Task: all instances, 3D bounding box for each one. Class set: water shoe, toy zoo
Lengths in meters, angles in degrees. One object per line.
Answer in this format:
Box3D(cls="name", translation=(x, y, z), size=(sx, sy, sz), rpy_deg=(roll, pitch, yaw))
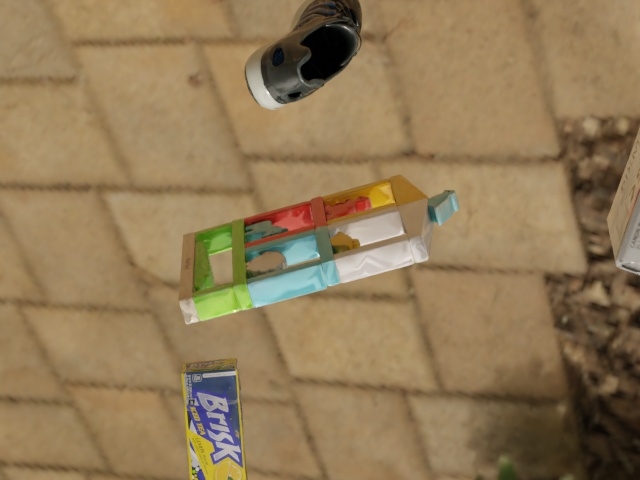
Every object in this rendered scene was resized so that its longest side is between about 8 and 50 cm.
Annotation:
Box3D(cls="water shoe", translation=(0.009, -0.177, 1.403), size=(0.080, 0.203, 0.073), rpy_deg=(-10, 116, 34))
Box3D(cls="toy zoo", translation=(0.000, 0.000, 1.573), size=(0.293, 0.192, 0.030), rpy_deg=(-15, 111, 2))

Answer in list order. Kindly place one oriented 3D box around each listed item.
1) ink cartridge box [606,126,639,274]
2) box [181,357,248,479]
Box3D(cls="ink cartridge box", translation=(0.285, -0.129, 1.145), size=(0.060, 0.239, 0.275), rpy_deg=(18, 107, 1))
Box3D(cls="box", translation=(-0.106, 0.207, 1.550), size=(0.059, 0.054, 0.169), rpy_deg=(-4, 98, -3))
